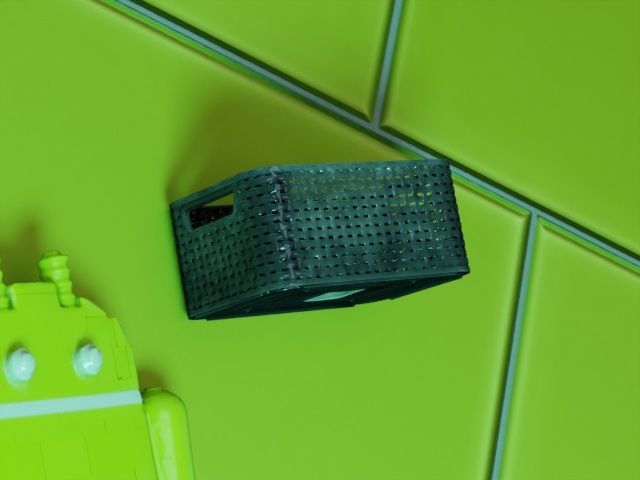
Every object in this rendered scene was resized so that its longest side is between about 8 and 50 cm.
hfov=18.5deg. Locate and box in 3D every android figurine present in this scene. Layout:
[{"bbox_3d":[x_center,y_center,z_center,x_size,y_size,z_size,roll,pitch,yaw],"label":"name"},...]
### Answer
[{"bbox_3d":[-0.168,0.140,1.207,0.248,0.056,0.273,3,76,-55],"label":"android figurine"}]

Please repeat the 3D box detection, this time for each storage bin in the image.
[{"bbox_3d":[0.000,0.000,1.357,0.180,0.122,0.084,-3,79,-38],"label":"storage bin"}]
